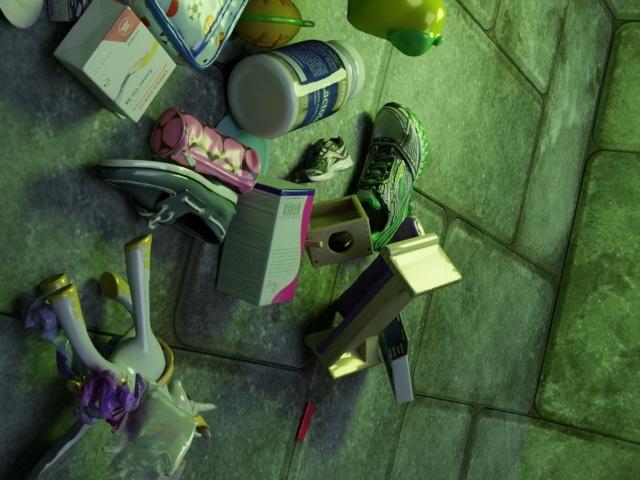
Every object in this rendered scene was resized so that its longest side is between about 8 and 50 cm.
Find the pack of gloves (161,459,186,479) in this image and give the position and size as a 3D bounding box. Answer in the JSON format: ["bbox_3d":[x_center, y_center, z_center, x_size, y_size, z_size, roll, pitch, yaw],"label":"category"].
[{"bbox_3d":[-0.326,0.424,1.461,0.195,0.046,0.232,-20,153,-32],"label":"pack of gloves"}]

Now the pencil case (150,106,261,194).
[{"bbox_3d":[-0.188,-0.144,1.565,0.209,0.098,0.095,21,108,-48],"label":"pencil case"}]

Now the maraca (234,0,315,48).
[{"bbox_3d":[-0.086,-0.392,1.647,0.186,0.127,0.099,-20,119,-63],"label":"maraca"}]

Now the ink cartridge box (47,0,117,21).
[{"bbox_3d":[-0.345,-0.420,1.319,0.097,0.046,0.207,-22,117,-53],"label":"ink cartridge box"}]

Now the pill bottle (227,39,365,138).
[{"bbox_3d":[-0.037,-0.291,1.722,0.265,0.153,0.153,-31,123,-49],"label":"pill bottle"}]

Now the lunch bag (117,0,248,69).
[{"bbox_3d":[-0.197,-0.439,1.483,0.303,0.115,0.243,-63,146,-22],"label":"lunch bag"}]

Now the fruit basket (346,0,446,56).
[{"bbox_3d":[0.076,-0.503,1.715,0.392,0.283,0.391,11,76,-51],"label":"fruit basket"}]

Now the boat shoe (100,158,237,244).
[{"bbox_3d":[-0.242,-0.062,1.508,0.319,0.116,0.099,21,77,-62],"label":"boat shoe"}]

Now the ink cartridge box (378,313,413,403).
[{"bbox_3d":[0.160,0.220,2.110,0.223,0.045,0.223,-104,-176,-46],"label":"ink cartridge box"}]

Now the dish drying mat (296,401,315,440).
[{"bbox_3d":[-0.033,0.400,2.042,0.032,0.008,0.083,39,65,-54],"label":"dish drying mat"}]

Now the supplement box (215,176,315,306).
[{"bbox_3d":[-0.102,-0.001,1.714,0.111,0.114,0.219,-5,109,-57],"label":"supplement box"}]

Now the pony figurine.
[{"bbox_3d":[-0.306,0.219,1.385,0.351,0.303,0.363,-42,117,-55],"label":"pony figurine"}]

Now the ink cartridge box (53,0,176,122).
[{"bbox_3d":[-0.292,-0.259,1.379,0.115,0.067,0.198,-57,154,-8],"label":"ink cartridge box"}]

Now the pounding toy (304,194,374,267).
[{"bbox_3d":[-0.004,0.005,1.846,0.181,0.206,0.094,-112,-170,-62],"label":"pounding toy"}]

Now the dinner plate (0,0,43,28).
[{"bbox_3d":[-0.398,-0.356,1.235,0.141,0.017,0.141,0,90,-78],"label":"dinner plate"}]

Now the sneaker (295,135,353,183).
[{"bbox_3d":[-0.001,-0.168,1.903,0.178,0.072,0.077,-36,115,-57],"label":"sneaker"}]

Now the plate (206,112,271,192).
[{"bbox_3d":[-0.143,-0.148,1.717,0.188,0.024,0.188,-19,113,-53],"label":"plate"}]

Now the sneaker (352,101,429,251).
[{"bbox_3d":[0.148,-0.136,2.062,0.146,0.134,0.343,-9,106,-55],"label":"sneaker"}]

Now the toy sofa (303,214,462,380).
[{"bbox_3d":[0.108,0.120,1.911,0.150,0.177,0.362,-14,153,-41],"label":"toy sofa"}]
